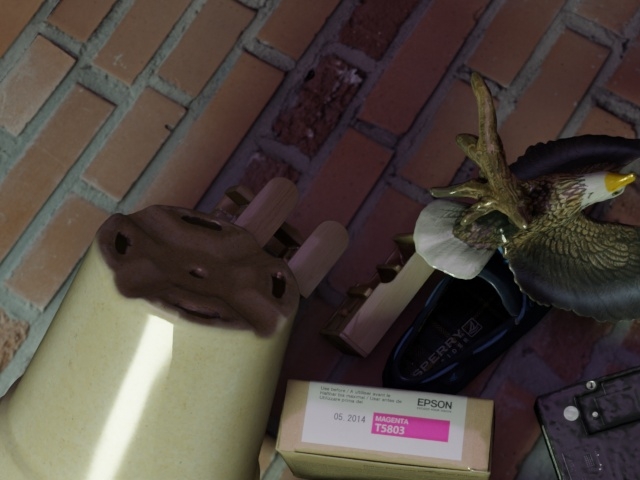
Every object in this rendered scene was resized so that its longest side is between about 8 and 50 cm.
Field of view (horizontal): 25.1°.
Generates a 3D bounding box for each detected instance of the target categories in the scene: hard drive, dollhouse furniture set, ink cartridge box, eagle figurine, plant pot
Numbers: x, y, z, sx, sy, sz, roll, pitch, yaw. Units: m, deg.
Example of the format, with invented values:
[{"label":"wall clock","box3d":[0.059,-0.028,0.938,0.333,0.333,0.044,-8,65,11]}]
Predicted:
[{"label":"hard drive","box3d":[0.443,0.247,1.660,0.339,0.064,0.236,-18,71,0]},{"label":"dollhouse furniture set","box3d":[0.000,0.000,1.709,0.242,0.212,0.161,41,80,-11]},{"label":"ink cartridge box","box3d":[0.078,0.227,1.629,0.235,0.193,0.088,6,72,6]},{"label":"eagle figurine","box3d":[0.276,-0.037,1.638,0.225,0.298,0.226,21,94,39]},{"label":"plant pot","box3d":[-0.175,0.143,1.537,0.334,0.334,0.305,30,119,13]}]

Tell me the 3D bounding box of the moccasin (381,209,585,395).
[{"label":"moccasin","box3d":[0.208,0.071,1.709,0.138,0.117,0.342,34,75,15]}]
